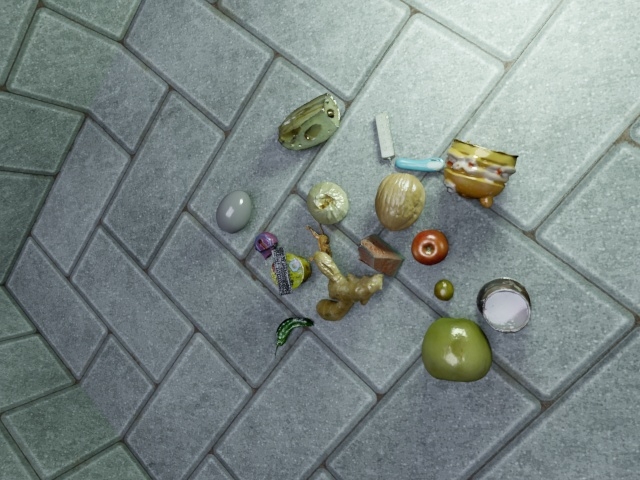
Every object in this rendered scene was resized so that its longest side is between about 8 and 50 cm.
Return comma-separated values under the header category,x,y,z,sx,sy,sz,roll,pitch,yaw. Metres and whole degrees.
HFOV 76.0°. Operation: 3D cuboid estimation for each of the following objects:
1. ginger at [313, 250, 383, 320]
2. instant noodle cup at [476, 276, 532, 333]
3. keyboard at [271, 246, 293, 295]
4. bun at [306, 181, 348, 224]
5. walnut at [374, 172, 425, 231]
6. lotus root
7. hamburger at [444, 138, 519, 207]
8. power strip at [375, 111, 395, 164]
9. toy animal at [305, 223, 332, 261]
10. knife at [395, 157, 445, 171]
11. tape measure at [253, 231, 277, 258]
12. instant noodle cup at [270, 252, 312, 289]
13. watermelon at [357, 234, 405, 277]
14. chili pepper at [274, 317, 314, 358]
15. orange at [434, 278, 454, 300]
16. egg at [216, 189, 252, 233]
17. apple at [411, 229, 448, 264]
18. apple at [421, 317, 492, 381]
category,x,y,z,sx,sy,sz,roll,pitch,yaw
ginger,0.113,0.251,1.897,0.348,0.122,0.364,17,112,34
instant noodle cup,0.741,0.264,1.649,0.217,0.207,0.218,1,93,21
keyboard,-0.187,0.149,1.977,0.072,0.023,0.231,-13,86,20
bun,0.027,-0.180,1.972,0.222,0.127,0.223,0,90,24
walnut,0.343,-0.166,1.790,0.224,0.225,0.261,19,95,21
lotus root,-0.051,-0.558,1.994,0.313,0.142,0.210,-22,46,26
hamburger,0.625,-0.273,1.657,0.276,0.276,0.237,22,111,20
power strip,0.302,-0.474,1.897,0.060,0.027,0.253,-10,88,23
toy animal,0.007,0.000,2.016,0.114,0.116,0.256,-13,74,29
knife,0.446,-0.343,1.842,0.221,0.031,0.064,8,99,26
tape measure,-0.287,0.020,2.142,0.118,0.074,0.125,47,113,8
instant noodle cup,-0.134,0.151,2.045,0.182,0.144,0.182,1,91,23
watermelon,0.242,0.070,1.824,0.192,0.256,0.140,35,104,24
chili pepper,-0.164,0.475,2.113,0.279,0.065,0.122,-45,72,14
orange,0.542,0.218,1.797,0.085,0.085,0.095,10,98,22
egg,-0.449,-0.154,2.146,0.176,0.176,0.232,26,103,20
apple,0.475,0.031,1.786,0.163,0.139,0.164,0,90,23
apple,0.554,0.452,1.693,0.291,0.292,0.254,-1,74,23
